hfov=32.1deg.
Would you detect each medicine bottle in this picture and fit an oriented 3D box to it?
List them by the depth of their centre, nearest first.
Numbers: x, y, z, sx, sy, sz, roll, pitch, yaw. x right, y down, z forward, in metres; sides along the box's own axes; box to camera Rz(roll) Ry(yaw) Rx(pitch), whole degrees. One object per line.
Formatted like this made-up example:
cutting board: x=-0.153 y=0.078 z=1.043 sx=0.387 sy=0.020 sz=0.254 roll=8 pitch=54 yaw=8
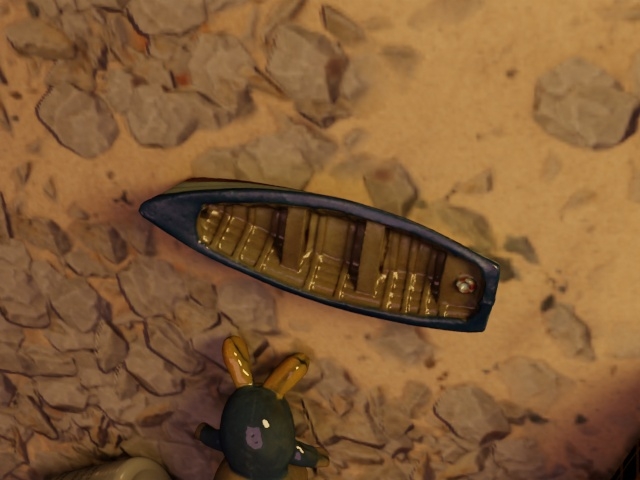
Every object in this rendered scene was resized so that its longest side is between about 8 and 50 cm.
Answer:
medicine bottle: x=-0.184 y=0.221 z=0.884 sx=0.130 sy=0.080 sz=0.080 roll=-18 pitch=114 yaw=28

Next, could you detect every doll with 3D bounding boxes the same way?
doll: x=-0.045 y=0.159 z=0.799 sx=0.102 sy=0.089 sz=0.179 roll=13 pitch=101 yaw=11

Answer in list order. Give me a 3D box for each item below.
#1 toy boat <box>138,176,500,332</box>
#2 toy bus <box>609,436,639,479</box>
toy boat: x=0.000 y=0.000 z=0.697 sx=0.229 sy=0.046 sz=0.080 roll=15 pitch=126 yaw=11
toy bus: x=0.228 y=0.171 z=0.683 sx=0.098 sy=0.114 sz=0.201 roll=25 pitch=121 yaw=2
